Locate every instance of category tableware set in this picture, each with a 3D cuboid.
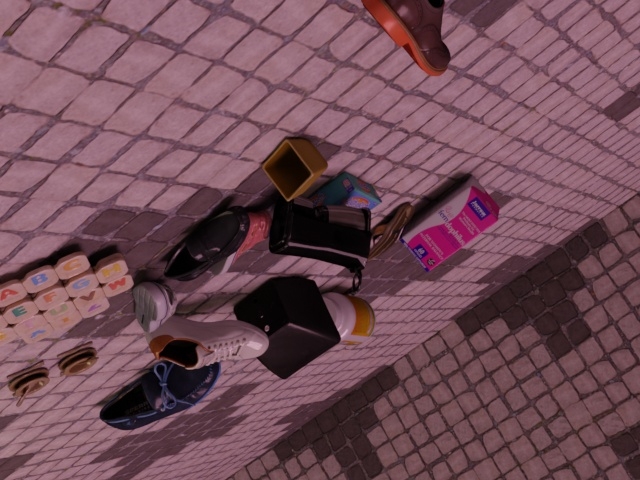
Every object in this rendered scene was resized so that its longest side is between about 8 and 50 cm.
[{"bbox_3d":[-0.560,0.286,2.055,0.194,0.039,0.128,-23,160,-20],"label":"tableware set"}]

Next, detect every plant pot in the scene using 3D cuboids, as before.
[{"bbox_3d":[-0.097,0.195,2.311,0.188,0.187,0.167,-37,147,18],"label":"plant pot"},{"bbox_3d":[-0.035,-0.131,1.717,0.081,0.081,0.083,-44,167,35],"label":"plant pot"}]

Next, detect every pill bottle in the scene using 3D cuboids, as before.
[{"bbox_3d":[0.046,0.209,2.596,0.136,0.136,0.246,-35,160,15],"label":"pill bottle"}]

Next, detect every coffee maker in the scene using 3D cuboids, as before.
[{"bbox_3d":[0.000,0.000,1.870,0.178,0.171,0.120,10,143,-23],"label":"coffee maker"}]

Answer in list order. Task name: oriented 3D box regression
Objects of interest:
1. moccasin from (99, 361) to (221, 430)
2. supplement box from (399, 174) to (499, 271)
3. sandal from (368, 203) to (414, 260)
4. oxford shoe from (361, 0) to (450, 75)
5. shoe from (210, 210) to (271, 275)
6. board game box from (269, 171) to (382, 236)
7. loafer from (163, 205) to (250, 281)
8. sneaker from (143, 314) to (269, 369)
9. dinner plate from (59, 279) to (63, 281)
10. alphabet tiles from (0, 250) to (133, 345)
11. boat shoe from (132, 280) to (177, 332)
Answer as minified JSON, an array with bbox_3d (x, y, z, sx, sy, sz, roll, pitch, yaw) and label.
[{"bbox_3d":[-0.397,0.384,2.396,0.342,0.137,0.117,-37,156,16],"label":"moccasin"},{"bbox_3d":[0.312,-0.041,2.344,0.220,0.111,0.114,-39,-173,20],"label":"supplement box"},{"bbox_3d":[0.158,-0.024,2.321,0.072,0.049,0.180,-11,139,-56],"label":"sandal"},{"bbox_3d":[0.160,-0.329,1.479,0.098,0.097,0.271,-41,159,13],"label":"oxford shoe"},{"bbox_3d":[-0.156,0.006,1.898,0.081,0.063,0.178,-10,148,-34],"label":"shoe"},{"bbox_3d":[0.009,-0.052,2.021,0.210,0.047,0.160,-35,160,14],"label":"board game box"},{"bbox_3d":[-0.213,0.012,1.813,0.223,0.076,0.078,-40,167,36],"label":"loafer"},{"bbox_3d":[-0.242,0.243,2.125,0.290,0.123,0.105,8,124,-26],"label":"sneaker"},{"bbox_3d":[-0.458,0.094,1.754,0.141,0.017,0.141,-27,161,-10],"label":"dinner plate"},{"bbox_3d":[-0.472,0.110,1.721,0.284,0.021,0.278,-24,160,-13],"label":"alphabet tiles"},{"bbox_3d":[-0.326,0.118,1.941,0.076,0.083,0.226,-35,176,-23],"label":"boat shoe"}]
